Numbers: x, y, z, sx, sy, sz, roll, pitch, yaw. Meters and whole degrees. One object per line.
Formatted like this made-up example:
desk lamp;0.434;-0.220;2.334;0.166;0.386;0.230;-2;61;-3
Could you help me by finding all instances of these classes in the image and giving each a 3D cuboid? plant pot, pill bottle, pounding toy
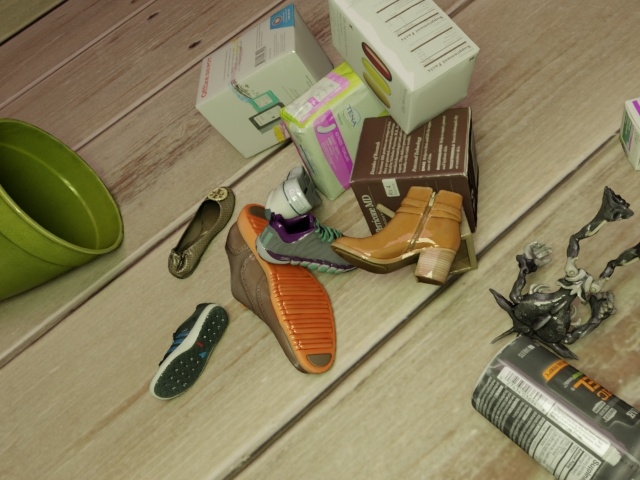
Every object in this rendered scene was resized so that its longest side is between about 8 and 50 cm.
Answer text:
plant pot;-0.724;-0.024;1.197;0.353;0.366;0.366;-35;49;10
pill bottle;0.329;0.243;0.666;0.130;0.130;0.246;-44;52;-12
pounding toy;0.186;-0.007;0.909;0.141;0.130;0.100;-15;51;12

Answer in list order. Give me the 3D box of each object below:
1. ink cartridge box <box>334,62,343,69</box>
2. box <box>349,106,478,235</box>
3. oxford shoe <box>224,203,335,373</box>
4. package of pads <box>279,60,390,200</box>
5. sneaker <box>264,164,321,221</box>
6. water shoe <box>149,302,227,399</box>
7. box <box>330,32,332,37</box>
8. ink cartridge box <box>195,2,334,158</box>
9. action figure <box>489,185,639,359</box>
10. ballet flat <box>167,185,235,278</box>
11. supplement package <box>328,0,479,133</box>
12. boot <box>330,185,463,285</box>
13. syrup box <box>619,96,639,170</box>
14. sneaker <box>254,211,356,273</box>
ink cartridge box;0.026;-0.369;1.297;0.225;0.056;0.181;1;56;22
box;0.184;-0.123;0.971;0.203;0.168;0.167;-2;55;22
oxford shoe;-0.084;0.103;0.976;0.132;0.130;0.363;-47;51;29
package of pads;0.080;-0.257;1.076;0.296;0.229;0.101;-38;50;-8
sneaker;-0.060;-0.090;1.032;0.091;0.094;0.258;-27;6;10
water shoe;-0.253;0.209;0.990;0.080;0.073;0.203;3;50;51
box;0.147;-0.627;1.457;0.164;0.021;0.201;25;69;35
ink cartridge box;-0.125;-0.370;1.236;0.270;0.197;0.198;-21;49;22
action figure;0.373;0.064;0.775;0.164;0.141;0.275;43;119;13
ballet flat;-0.269;-0.029;1.166;0.084;0.058;0.249;12;61;29
supplement package;0.136;-0.335;0.901;0.134;0.139;0.244;-33;70;-6
boot;0.126;-0.020;0.835;0.197;0.073;0.152;14;74;11
syrup box;0.653;-0.206;0.884;0.237;0.093;0.096;-11;53;16
sneaker;0.000;0.000;0.936;0.224;0.098;0.083;3;47;-28
